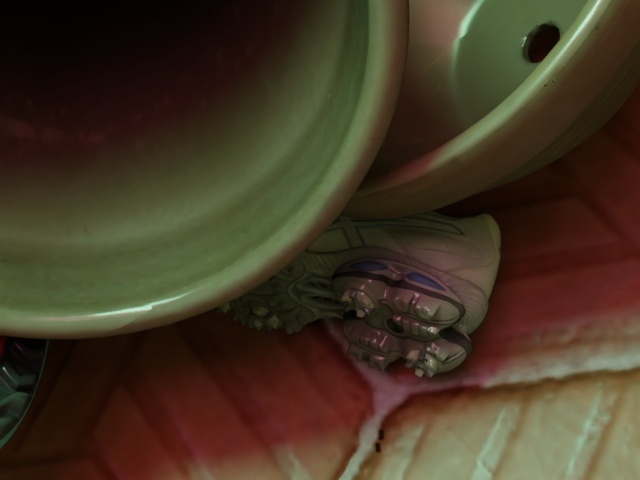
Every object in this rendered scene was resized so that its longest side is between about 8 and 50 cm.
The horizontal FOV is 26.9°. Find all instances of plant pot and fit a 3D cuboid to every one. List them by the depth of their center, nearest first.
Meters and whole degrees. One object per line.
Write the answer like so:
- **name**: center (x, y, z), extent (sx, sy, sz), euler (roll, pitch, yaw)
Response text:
- **plant pot**: center (-0.102, -0.129, 0.541), extent (0.263, 0.263, 0.229), euler (-16, 33, 8)
- **plant pot**: center (0.071, -0.109, 0.593), extent (0.237, 0.109, 0.237), euler (-22, 55, 35)

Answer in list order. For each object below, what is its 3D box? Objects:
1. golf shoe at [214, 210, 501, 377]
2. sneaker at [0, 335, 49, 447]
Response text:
- **golf shoe**: center (0.000, 0.000, 0.623), extent (0.176, 0.069, 0.086), euler (20, 53, 20)
- **sneaker**: center (-0.167, 0.010, 0.629), extent (0.104, 0.125, 0.262), euler (27, 46, -11)
